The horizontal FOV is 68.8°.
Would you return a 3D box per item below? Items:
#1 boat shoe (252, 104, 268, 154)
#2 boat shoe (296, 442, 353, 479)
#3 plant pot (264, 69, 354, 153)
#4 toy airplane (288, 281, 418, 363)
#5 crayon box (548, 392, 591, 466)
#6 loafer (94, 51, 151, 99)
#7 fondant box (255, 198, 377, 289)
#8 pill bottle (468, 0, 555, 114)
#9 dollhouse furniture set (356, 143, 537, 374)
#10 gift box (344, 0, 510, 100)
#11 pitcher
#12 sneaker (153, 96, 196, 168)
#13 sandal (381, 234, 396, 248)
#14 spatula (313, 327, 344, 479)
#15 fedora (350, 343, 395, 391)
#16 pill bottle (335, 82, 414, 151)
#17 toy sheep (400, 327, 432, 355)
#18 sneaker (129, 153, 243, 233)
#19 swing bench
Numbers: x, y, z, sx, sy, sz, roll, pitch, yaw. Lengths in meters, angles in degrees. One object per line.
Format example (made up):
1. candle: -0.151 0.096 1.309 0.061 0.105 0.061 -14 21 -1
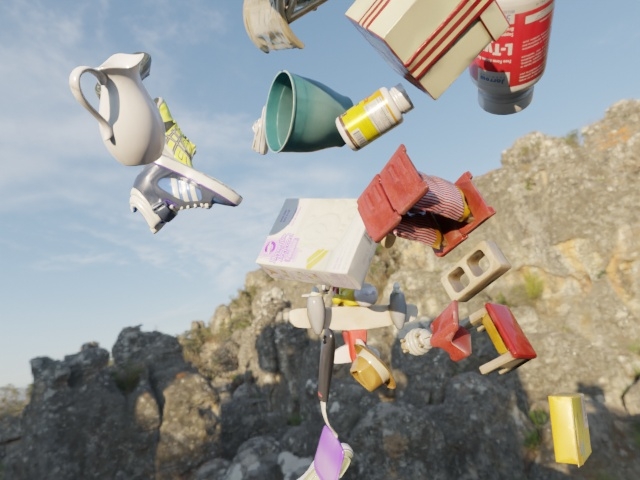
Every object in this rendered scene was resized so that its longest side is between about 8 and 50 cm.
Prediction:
1. boat shoe: -0.254 -0.473 1.984 0.075 0.227 0.083 17 31 7
2. boat shoe: -0.007 0.774 1.477 0.302 0.109 0.094 -40 20 -8
3. plant pot: -0.030 -0.429 1.623 0.254 0.272 0.271 1 -15 -26
4. toy airplane: 0.129 0.258 1.691 0.386 0.384 0.272 -46 -7 -34
5. crayon box: 0.822 0.612 1.541 0.081 0.203 0.318 -9 -19 32
6. loafer: -0.635 -0.522 1.539 0.096 0.268 0.084 18 -39 6
7. fondant box: 0.000 0.000 1.349 0.330 0.239 0.096 3 -31 38
8. pill bottle: 0.560 -0.591 1.391 0.228 0.229 0.408 -12 -39 9
9. dollhouse furniture set: 0.233 0.031 0.815 0.201 0.374 0.152 10 -46 -36
10. gift box: 0.231 -0.529 1.059 0.258 0.276 0.255 -45 -45 16
11. pitcher: -0.401 -0.251 0.930 0.125 0.207 0.178 10 32 23
12. sneaker: -0.588 -0.389 1.894 0.147 0.385 0.145 -16 5 -20
13. sandal: 0.291 -0.092 1.947 0.088 0.240 0.079 7 17 -38
14. spatula: 0.013 0.283 0.780 0.030 0.297 0.084 -9 20 -23
15. fedora: 0.149 0.412 1.463 0.079 0.194 0.194 -40 -2 -19
16. pill bottle: 0.159 -0.360 1.354 0.214 0.117 0.117 -30 -18 17
17. toy sheep: 0.304 0.313 1.444 0.091 0.091 0.132 2 -22 -45
18. sneaker: -0.436 -0.112 1.478 0.322 0.237 0.130 26 5 -9
19. swing bench: -0.091 -0.689 1.343 0.165 0.255 0.253 41 -8 -35
